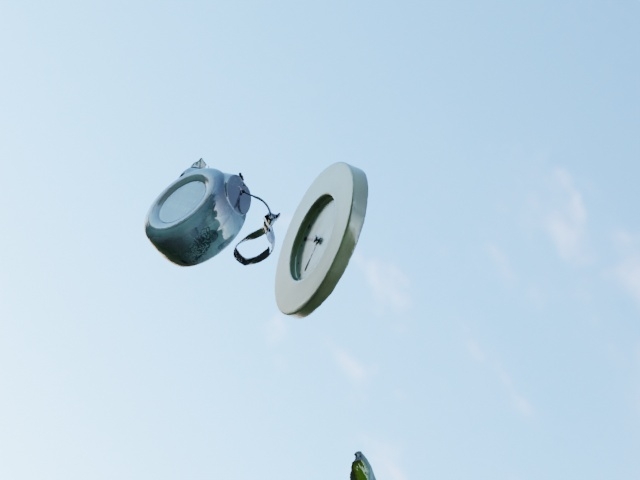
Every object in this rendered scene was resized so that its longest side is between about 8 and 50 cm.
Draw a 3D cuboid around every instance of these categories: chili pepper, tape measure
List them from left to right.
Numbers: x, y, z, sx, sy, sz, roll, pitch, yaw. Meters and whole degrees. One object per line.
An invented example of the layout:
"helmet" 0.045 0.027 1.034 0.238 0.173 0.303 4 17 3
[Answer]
"tape measure" -0.094 0.008 1.198 0.104 0.107 0.180 25 -23 36
"chili pepper" 0.111 0.406 1.895 0.201 0.052 0.050 41 -57 -12

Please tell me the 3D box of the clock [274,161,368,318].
"clock" 0.000 0.000 1.749 0.029 0.235 0.235 22 -23 -20
